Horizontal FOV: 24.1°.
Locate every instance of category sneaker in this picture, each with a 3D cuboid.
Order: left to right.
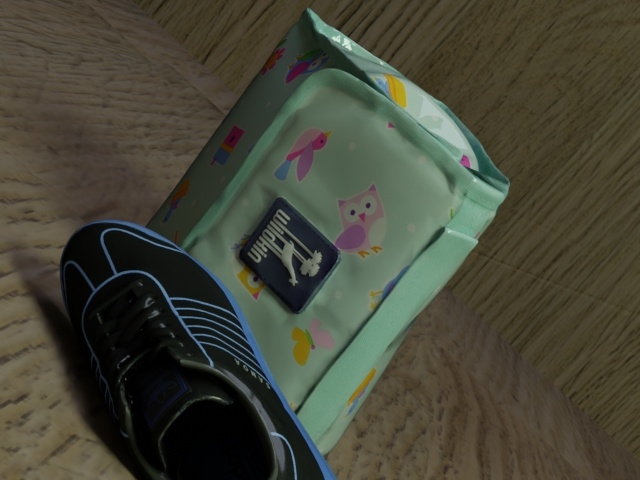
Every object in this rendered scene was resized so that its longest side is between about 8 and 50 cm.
[{"bbox_3d":[-0.073,0.064,0.754,0.232,0.081,0.090,48,3,29],"label":"sneaker"}]

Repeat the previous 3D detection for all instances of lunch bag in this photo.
[{"bbox_3d":[0.000,0.000,0.939,0.160,0.223,0.262,33,13,-22],"label":"lunch bag"}]
